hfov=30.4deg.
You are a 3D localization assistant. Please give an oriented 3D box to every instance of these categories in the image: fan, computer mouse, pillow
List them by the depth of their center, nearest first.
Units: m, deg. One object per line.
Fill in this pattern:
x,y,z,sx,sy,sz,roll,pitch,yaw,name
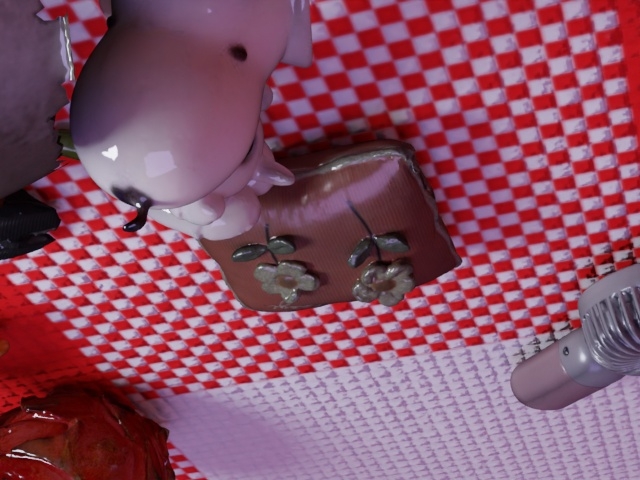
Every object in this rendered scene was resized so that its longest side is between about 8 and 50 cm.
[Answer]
0.000,0.000,0.846,0.179,0.075,0.171,-10,145,15,pillow
-0.255,-0.012,0.848,0.135,0.047,0.079,12,144,-22,computer mouse
0.246,0.083,0.981,0.130,0.074,0.244,7,151,-30,fan

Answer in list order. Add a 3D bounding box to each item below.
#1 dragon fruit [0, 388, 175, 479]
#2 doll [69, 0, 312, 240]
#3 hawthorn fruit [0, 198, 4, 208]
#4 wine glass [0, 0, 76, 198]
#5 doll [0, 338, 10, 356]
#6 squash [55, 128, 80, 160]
-0.231,0.224,1.084,0.209,0.172,0.172,11,144,-30,dragon fruit
-0.068,-0.106,0.656,0.144,0.208,0.271,18,180,4,doll
-0.273,-0.042,0.702,0.251,0.199,0.199,-17,145,-6,hawthorn fruit
-0.271,-0.098,0.489,0.323,0.238,0.238,-10,147,-13,wine glass
-0.368,0.117,0.983,0.221,0.135,0.143,-16,175,12,doll
-0.140,-0.062,0.798,0.089,0.027,0.027,3,145,-3,squash
